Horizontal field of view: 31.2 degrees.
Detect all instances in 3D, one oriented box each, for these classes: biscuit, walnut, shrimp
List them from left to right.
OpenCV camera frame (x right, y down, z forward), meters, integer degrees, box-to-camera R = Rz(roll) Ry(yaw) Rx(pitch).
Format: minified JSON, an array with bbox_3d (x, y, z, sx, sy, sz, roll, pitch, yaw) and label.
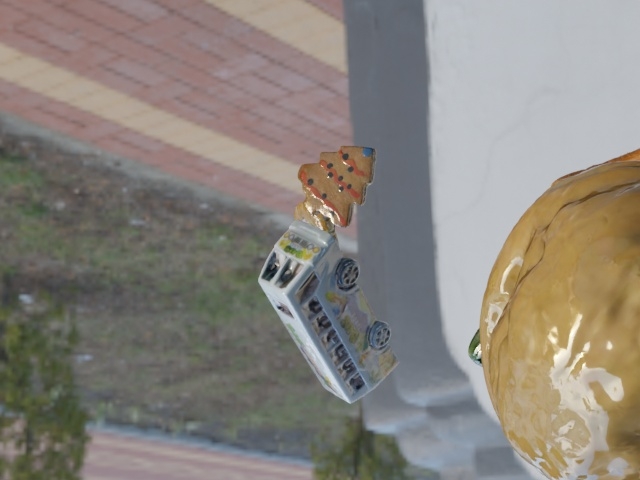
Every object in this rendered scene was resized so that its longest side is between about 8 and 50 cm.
[{"bbox_3d":[-0.005,0.004,2.089,0.095,0.163,0.045,-10,-160,35],"label":"shrimp"},{"bbox_3d":[0.027,-0.087,1.614,0.130,0.119,0.019,-44,158,12],"label":"biscuit"},{"bbox_3d":[0.345,0.097,1.201,0.383,0.384,0.383,-1,162,0],"label":"walnut"}]

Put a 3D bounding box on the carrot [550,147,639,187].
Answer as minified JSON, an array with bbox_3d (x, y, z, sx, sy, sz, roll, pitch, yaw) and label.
[{"bbox_3d":[0.388,-0.088,1.443,0.209,0.061,0.061,-17,158,15],"label":"carrot"}]

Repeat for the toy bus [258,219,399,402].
[{"bbox_3d":[0.014,0.120,1.870,0.109,0.136,0.330,27,155,44],"label":"toy bus"}]

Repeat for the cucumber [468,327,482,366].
[{"bbox_3d":[0.285,0.083,1.503,0.227,0.069,0.069,-44,152,6],"label":"cucumber"}]
